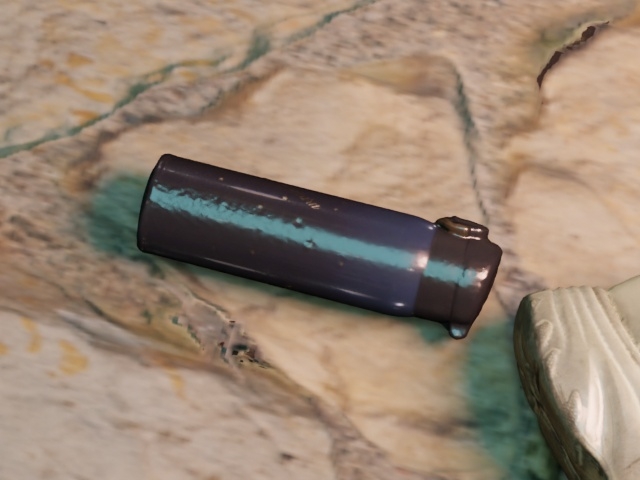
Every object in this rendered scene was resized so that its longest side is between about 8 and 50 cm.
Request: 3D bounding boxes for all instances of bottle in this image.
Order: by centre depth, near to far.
[{"bbox_3d":[0.000,0.000,1.253,0.244,0.072,0.082,15,95,7],"label":"bottle"}]

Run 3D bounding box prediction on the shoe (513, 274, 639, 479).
[{"bbox_3d":[0.274,0.154,1.159,0.211,0.132,0.342,-21,65,-3],"label":"shoe"}]
